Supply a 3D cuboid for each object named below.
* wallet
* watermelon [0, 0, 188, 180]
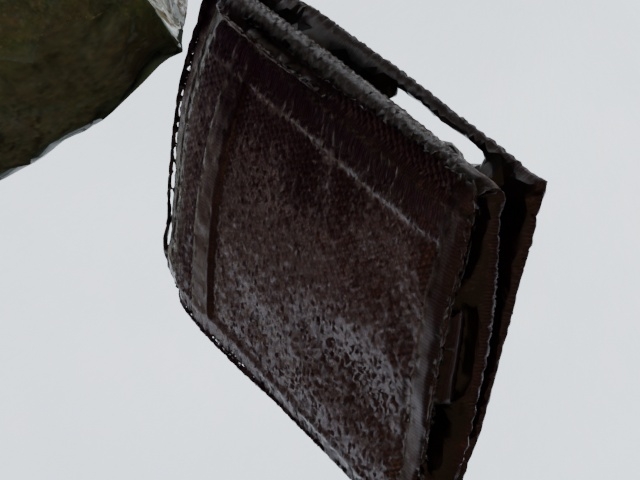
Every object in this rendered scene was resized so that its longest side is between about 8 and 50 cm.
[{"bbox_3d":[-0.001,0.000,0.567,0.030,0.166,0.111,0,-65,-32],"label":"wallet"},{"bbox_3d":[-0.179,-0.125,0.603,0.175,0.322,0.188,-48,-61,-10],"label":"watermelon"}]
